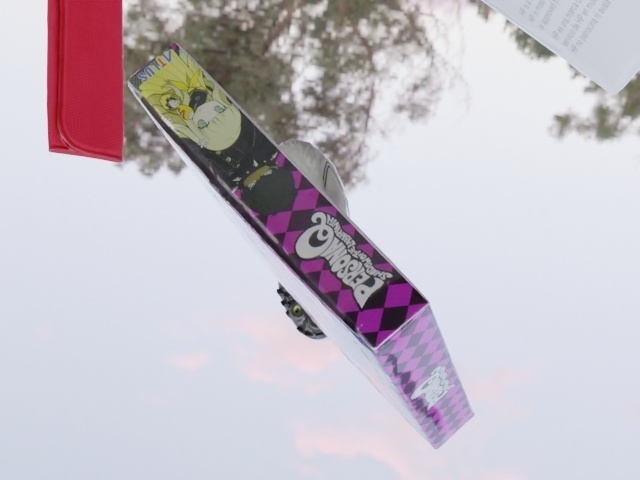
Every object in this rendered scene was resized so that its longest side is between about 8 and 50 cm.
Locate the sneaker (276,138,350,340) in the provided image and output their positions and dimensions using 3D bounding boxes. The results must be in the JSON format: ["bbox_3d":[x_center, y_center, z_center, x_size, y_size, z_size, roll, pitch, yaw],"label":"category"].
[{"bbox_3d":[0.000,0.000,1.029,0.086,0.085,0.237,40,-151,-42],"label":"sneaker"}]

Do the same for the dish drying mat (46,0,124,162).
[{"bbox_3d":[-0.090,-0.073,0.407,0.032,0.083,0.008,7,166,-41],"label":"dish drying mat"}]

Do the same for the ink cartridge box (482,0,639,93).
[{"bbox_3d":[0.055,-0.228,0.406,0.307,0.129,0.223,37,168,6],"label":"ink cartridge box"}]

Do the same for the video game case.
[{"bbox_3d":[-0.002,0.014,0.622,0.042,0.232,0.210,-41,-116,-5],"label":"video game case"}]
